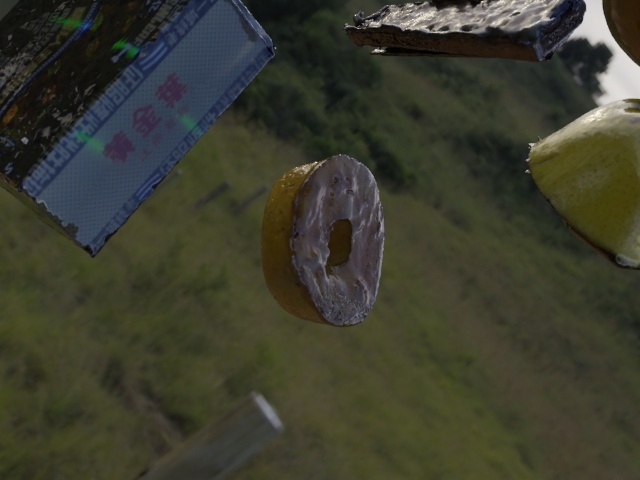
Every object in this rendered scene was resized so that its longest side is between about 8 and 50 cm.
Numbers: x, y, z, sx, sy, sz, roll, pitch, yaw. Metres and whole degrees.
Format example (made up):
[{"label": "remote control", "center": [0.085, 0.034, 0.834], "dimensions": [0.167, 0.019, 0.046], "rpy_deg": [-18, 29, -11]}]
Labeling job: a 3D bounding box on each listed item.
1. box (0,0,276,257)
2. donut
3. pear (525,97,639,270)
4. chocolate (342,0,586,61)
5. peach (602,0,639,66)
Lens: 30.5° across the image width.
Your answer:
[{"label": "box", "center": [-0.200, -0.134, 0.883], "dimensions": [0.310, 0.198, 0.084], "rpy_deg": [30, -15, 46]}, {"label": "donut", "center": [0.000, 0.003, 1.883], "dimensions": [0.277, 0.108, 0.277], "rpy_deg": [4, 86, -58]}, {"label": "pear", "center": [0.416, -0.100, 1.567], "dimensions": [0.267, 0.178, 0.267], "rpy_deg": [18, 39, -16]}, {"label": "chocolate", "center": [0.155, -0.235, 1.308], "dimensions": [0.329, 0.102, 0.065], "rpy_deg": [15, -40, 53]}, {"label": "peach", "center": [0.608, -0.367, 1.818], "dimensions": [0.332, 0.308, 0.308], "rpy_deg": [39, 3, 6]}]
